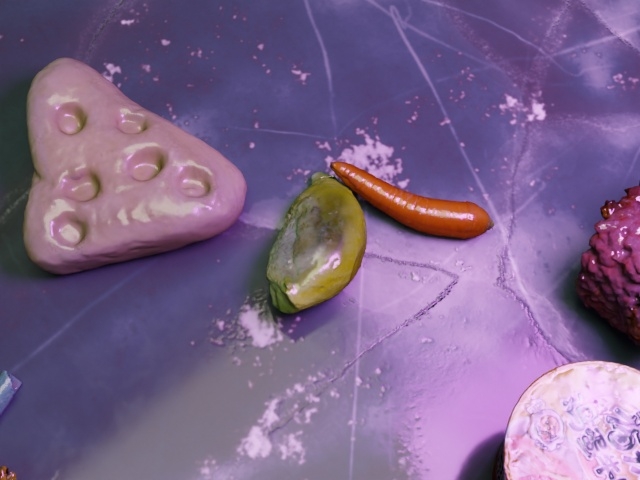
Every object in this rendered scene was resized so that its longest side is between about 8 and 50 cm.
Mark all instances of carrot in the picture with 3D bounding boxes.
[{"bbox_3d":[0.137,-0.055,1.426,0.271,0.066,0.062,15,40,2],"label":"carrot"}]

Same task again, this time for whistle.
[{"bbox_3d":[-0.487,0.269,1.287,0.039,0.039,0.186,29,69,11],"label":"whistle"}]

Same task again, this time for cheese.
[{"bbox_3d":[-0.281,-0.129,1.418,0.328,0.129,0.351,-4,68,-1],"label":"cheese"}]

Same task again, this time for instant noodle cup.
[{"bbox_3d":[0.347,0.306,1.205,0.264,0.200,0.264,1,67,-2],"label":"instant noodle cup"}]

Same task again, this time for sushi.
[{"bbox_3d":[0.513,0.028,1.320,0.270,0.236,0.171,-36,48,-15],"label":"sushi"}]

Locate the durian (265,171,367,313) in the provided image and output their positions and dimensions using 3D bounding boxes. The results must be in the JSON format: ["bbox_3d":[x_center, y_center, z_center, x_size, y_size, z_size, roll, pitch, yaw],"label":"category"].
[{"bbox_3d":[0.000,0.000,1.383,0.139,0.101,0.250,20,61,8],"label":"durian"}]

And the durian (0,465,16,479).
[{"bbox_3d":[-0.463,0.412,1.120,0.258,0.258,0.293,39,111,14],"label":"durian"}]
